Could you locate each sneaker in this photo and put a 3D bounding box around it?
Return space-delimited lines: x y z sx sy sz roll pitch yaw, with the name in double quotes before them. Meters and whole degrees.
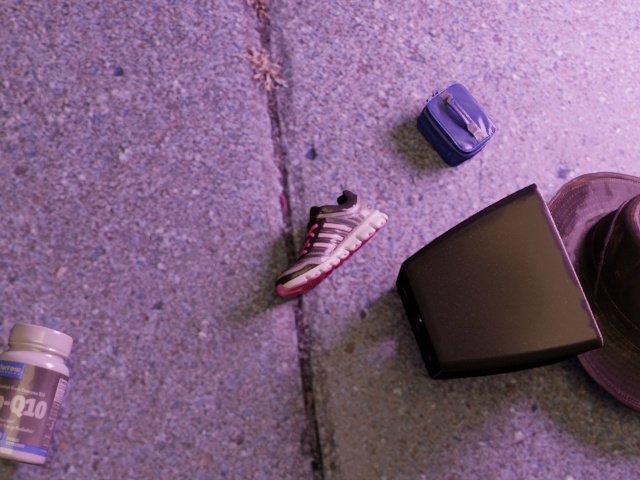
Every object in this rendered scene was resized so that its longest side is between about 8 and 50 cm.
"sneaker" 0.000 0.000 1.029 0.170 0.063 0.075 -40 84 -24

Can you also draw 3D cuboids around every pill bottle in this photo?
"pill bottle" -0.313 0.163 0.912 0.078 0.078 0.137 13 71 -6

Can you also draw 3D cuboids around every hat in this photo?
"hat" 0.427 0.038 1.038 0.331 0.134 0.332 9 63 -18

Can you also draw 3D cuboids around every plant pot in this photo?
"plant pot" 0.186 0.069 0.988 0.166 0.188 0.188 -19 77 -2

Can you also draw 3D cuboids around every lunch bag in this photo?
"lunch bag" 0.174 -0.153 1.105 0.067 0.065 0.098 -37 83 -18
